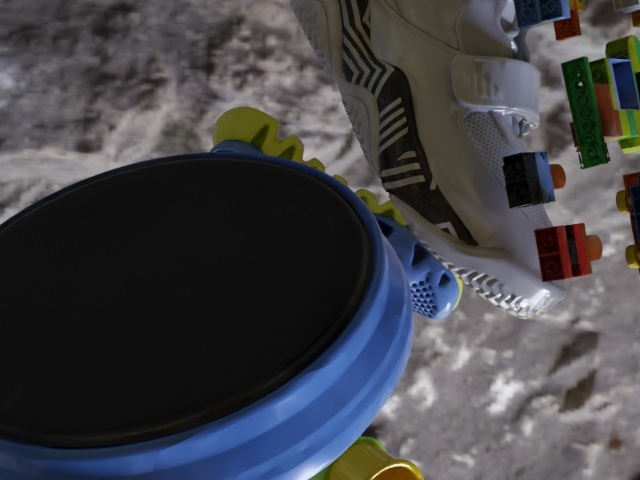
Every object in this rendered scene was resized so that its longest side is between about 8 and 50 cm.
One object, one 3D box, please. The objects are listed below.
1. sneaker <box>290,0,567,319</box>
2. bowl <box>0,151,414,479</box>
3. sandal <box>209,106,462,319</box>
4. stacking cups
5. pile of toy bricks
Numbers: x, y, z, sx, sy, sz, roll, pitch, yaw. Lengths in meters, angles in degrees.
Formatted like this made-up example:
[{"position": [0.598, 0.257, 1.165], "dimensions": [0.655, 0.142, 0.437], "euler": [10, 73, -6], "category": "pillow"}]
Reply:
[{"position": [0.111, -0.144, 0.874], "dimensions": [0.366, 0.210, 0.137], "euler": [63, 19, 11], "category": "sneaker"}, {"position": [-0.125, 0.059, 1.051], "dimensions": [0.391, 0.391, 0.077], "euler": [-41, 134, -34], "category": "bowl"}, {"position": [0.000, 0.000, 1.428], "dimensions": [0.317, 0.126, 0.138], "euler": [31, 61, -1], "category": "sandal"}, {"position": [-0.009, 0.221, 1.546], "dimensions": [0.096, 0.316, 0.096], "euler": [-14, 117, -29], "category": "stacking cups"}, {"position": [0.181, -0.074, 0.804], "dimensions": [0.105, 0.118, 0.212], "euler": [-6, 86, -49], "category": "pile of toy bricks"}]
